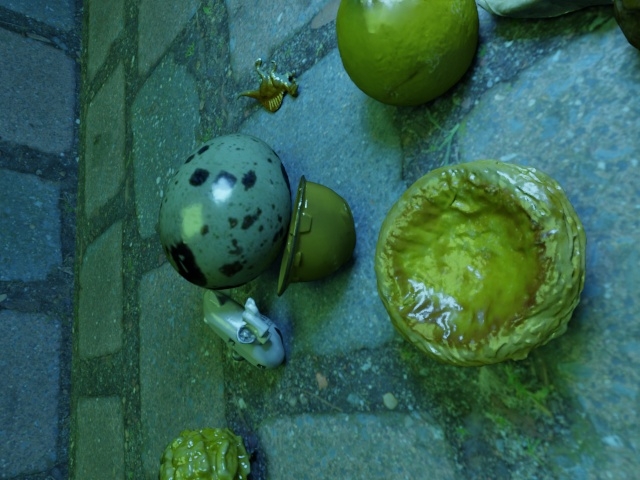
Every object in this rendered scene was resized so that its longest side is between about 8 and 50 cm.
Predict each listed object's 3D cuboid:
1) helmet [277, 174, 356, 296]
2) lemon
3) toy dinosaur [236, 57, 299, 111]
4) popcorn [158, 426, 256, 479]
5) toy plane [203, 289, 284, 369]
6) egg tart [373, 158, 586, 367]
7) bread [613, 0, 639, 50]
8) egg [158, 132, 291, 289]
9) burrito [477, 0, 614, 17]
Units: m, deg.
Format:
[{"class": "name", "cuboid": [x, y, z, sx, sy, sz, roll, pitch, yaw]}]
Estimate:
[{"class": "helmet", "cuboid": [0.000, 0.000, 0.883, 0.205, 0.140, 0.257, -90, 10, -57]}, {"class": "lemon", "cuboid": [0.135, -0.365, 0.749, 0.240, 0.219, 0.241, -12, 72, 41]}, {"class": "toy dinosaur", "cuboid": [-0.134, -0.394, 1.157, 0.212, 0.057, 0.142, -39, 77, 48]}, {"class": "popcorn", "cuboid": [-0.263, 0.556, 1.024, 0.249, 0.225, 0.249, 19, 113, 54]}, {"class": "toy plane", "cuboid": [-0.178, 0.200, 1.022, 0.244, 0.117, 0.245, 28, 143, 23]}, {"class": "egg tart", "cuboid": [0.231, 0.032, 0.655, 0.318, 0.128, 0.319, -6, 82, 44]}, {"class": "bread", "cuboid": [0.421, -0.325, 0.468, 0.230, 0.122, 0.230, -164, 90, -82]}, {"class": "egg", "cuboid": [-0.205, -0.072, 0.995, 0.287, 0.287, 0.379, -3, 57, 45]}, {"class": "burrito", "cuboid": [0.338, -0.366, 0.643, 0.226, 0.087, 0.060, 21, 104, 48]}]
